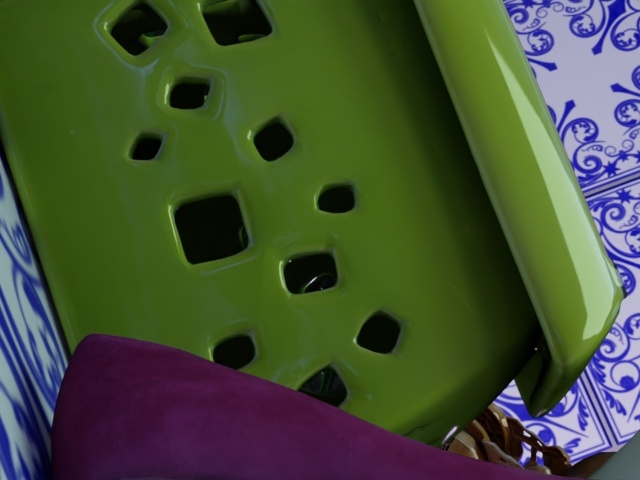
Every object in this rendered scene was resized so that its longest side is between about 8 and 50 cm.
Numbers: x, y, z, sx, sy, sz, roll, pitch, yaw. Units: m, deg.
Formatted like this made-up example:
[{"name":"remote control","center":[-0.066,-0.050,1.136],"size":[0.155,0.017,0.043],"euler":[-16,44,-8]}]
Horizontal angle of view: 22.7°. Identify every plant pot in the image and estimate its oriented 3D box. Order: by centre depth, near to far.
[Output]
[{"name":"plant pot","center":[0.000,0.000,0.691],"size":[0.228,0.207,0.227],"euler":[69,1,-77]}]

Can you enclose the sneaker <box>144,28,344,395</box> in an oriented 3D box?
[{"name":"sneaker","center":[-0.059,-0.047,0.938],"size":[0.146,0.134,0.344],"euler":[100,-31,-87]}]

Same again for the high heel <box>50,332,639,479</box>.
[{"name":"high heel","center":[0.042,0.073,0.488],"size":[0.082,0.244,0.117],"euler":[98,-16,-49]}]

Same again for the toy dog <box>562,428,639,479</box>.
[{"name":"toy dog","center":[0.190,0.232,0.678],"size":[0.408,0.284,0.395],"euler":[-55,154,-51]}]

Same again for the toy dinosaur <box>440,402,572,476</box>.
[{"name":"toy dinosaur","center":[0.075,0.178,1.101],"size":[0.322,0.164,0.218],"euler":[28,-62,41]}]
